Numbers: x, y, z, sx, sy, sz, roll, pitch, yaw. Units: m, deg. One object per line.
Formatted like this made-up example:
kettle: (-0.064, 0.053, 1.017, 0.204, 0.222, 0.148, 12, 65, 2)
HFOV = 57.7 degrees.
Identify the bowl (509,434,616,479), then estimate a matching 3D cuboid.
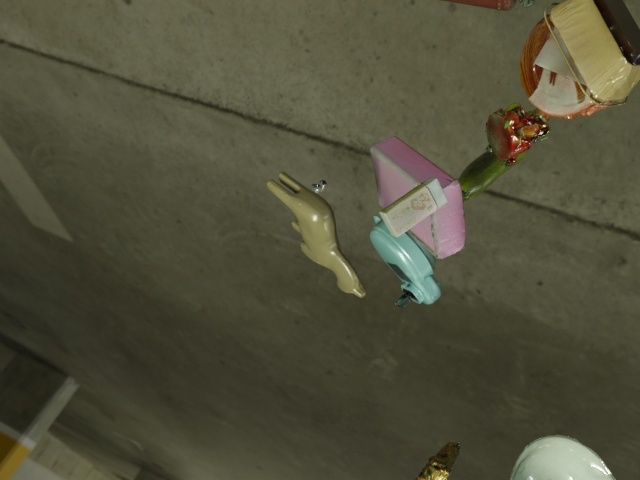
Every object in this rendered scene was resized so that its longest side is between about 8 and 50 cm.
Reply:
bowl: (0.584, 0.660, 1.463, 0.313, 0.313, 0.146, 30, 151, 0)

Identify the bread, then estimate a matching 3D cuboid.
bread: (0.474, -0.335, 1.074, 0.212, 0.143, 0.224, -40, 67, 56)

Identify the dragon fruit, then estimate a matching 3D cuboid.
dragon fruit: (0.449, -0.243, 1.322, 0.175, 0.142, 0.138, -18, 108, 22)

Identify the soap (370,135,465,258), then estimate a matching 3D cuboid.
soap: (0.211, -0.100, 1.282, 0.259, 0.081, 0.181, 52, 162, 51)

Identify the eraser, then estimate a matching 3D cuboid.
eraser: (0.117, -0.042, 0.723, 0.038, 0.083, 0.019, 59, 169, -17)

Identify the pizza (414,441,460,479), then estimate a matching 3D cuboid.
pizza: (0.280, 0.615, 1.504, 0.058, 0.292, 0.197, 40, 152, 16)

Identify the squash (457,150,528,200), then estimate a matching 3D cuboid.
squash: (0.453, -0.191, 1.593, 0.087, 0.331, 0.087, 40, 153, 25)

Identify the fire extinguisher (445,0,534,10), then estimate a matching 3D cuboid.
fire extinguisher: (0.430, -0.672, 1.496, 0.337, 0.147, 0.106, 19, 168, 21)

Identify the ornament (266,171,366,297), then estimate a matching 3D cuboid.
ornament: (0.000, 0.000, 1.203, 0.245, 0.061, 0.230, 38, 154, 37)

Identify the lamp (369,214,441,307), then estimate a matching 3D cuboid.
lamp: (0.242, 0.053, 1.623, 0.209, 0.147, 0.283, -154, 44, -79)

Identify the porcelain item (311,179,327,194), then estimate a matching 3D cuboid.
porcelain item: (-0.036, -0.108, 1.510, 0.075, 0.021, 0.136, 36, 116, 25)
